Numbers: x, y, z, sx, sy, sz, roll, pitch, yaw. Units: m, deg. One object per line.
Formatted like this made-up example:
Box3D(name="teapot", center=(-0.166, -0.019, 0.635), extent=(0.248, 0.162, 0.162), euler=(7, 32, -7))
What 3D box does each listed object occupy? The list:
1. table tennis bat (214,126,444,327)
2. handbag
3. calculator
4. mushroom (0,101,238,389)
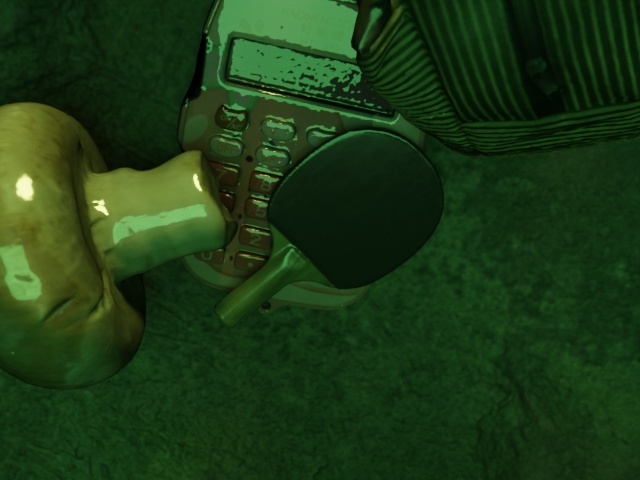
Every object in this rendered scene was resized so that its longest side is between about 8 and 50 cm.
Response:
Box3D(name="table tennis bat", center=(0.000, 0.000, 0.754), extent=(0.246, 0.022, 0.138), euler=(-39, 107, 16))
Box3D(name="handbag", center=(0.119, -0.228, 0.534), extent=(0.247, 0.240, 0.340), euler=(-11, 86, 24))
Box3D(name="calculator", center=(-0.022, -0.080, 0.755), extent=(0.220, 0.048, 0.329), euler=(12, 111, -4))
Box3D(name="mushroom", center=(-0.186, -0.003, 0.686), extent=(0.243, 0.243, 0.243), euler=(0, 109, 1))
